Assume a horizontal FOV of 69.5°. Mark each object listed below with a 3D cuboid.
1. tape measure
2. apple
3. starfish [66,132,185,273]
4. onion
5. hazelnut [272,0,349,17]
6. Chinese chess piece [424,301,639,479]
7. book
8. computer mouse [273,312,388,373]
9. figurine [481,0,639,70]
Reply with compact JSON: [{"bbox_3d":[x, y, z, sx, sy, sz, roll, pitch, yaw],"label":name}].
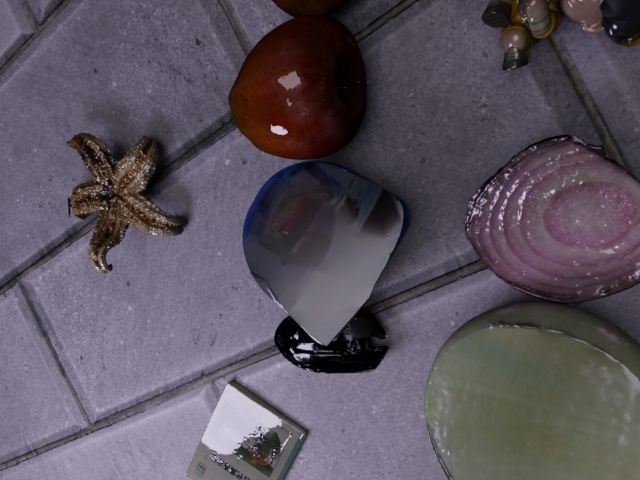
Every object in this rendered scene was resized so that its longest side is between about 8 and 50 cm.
[{"bbox_3d":[0.002,0.001,0.792,0.262,0.138,0.259,33,96,17],"label":"tape measure"},{"bbox_3d":[-0.034,-0.236,0.745,0.233,0.234,0.234,4,101,21],"label":"apple"},{"bbox_3d":[-0.447,-0.087,0.998,0.303,0.113,0.312,-7,88,20],"label":"starfish"},{"bbox_3d":[0.359,-0.033,0.690,0.250,0.111,0.247,40,134,0],"label":"onion"},{"bbox_3d":[-0.022,-0.456,0.705,0.208,0.208,0.208,4,101,21],"label":"hazelnut"},{"bbox_3d":[0.333,0.266,0.691,0.349,0.146,0.350,3,96,34],"label":"Chinese chess piece"},{"bbox_3d":[-0.171,0.476,1.031,0.214,0.025,0.283,28,107,14],"label":"book"},{"bbox_3d":[0.011,0.195,0.879,0.241,0.077,0.147,-5,99,22],"label":"computer mouse"},{"bbox_3d":[0.355,-0.339,0.602,0.256,0.167,0.192,-4,103,46],"label":"figurine"}]
